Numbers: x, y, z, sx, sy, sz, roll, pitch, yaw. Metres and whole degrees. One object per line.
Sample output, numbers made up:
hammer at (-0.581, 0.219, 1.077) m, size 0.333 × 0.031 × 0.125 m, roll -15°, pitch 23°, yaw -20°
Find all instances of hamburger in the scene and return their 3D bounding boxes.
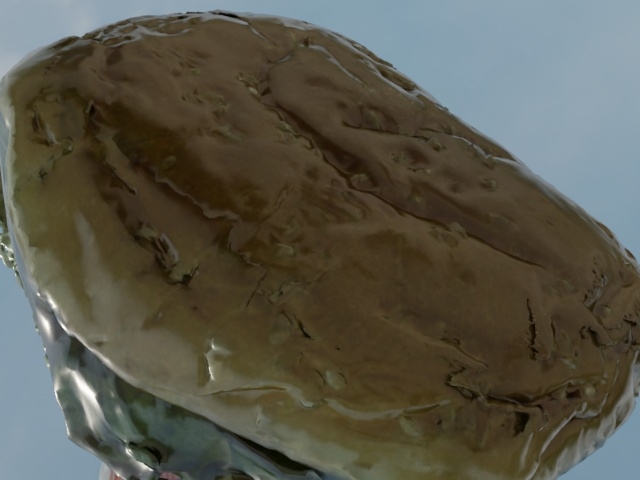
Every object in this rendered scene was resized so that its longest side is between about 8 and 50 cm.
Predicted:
hamburger at (-0.002, 0.000, 0.658) m, size 0.285 × 0.134 × 0.265 m, roll 41°, pitch -140°, yaw 18°

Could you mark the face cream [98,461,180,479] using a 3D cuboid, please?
face cream at (-0.046, 0.196, 1.254) m, size 0.201 × 0.187 × 0.201 m, roll 29°, pitch -134°, yaw -35°
